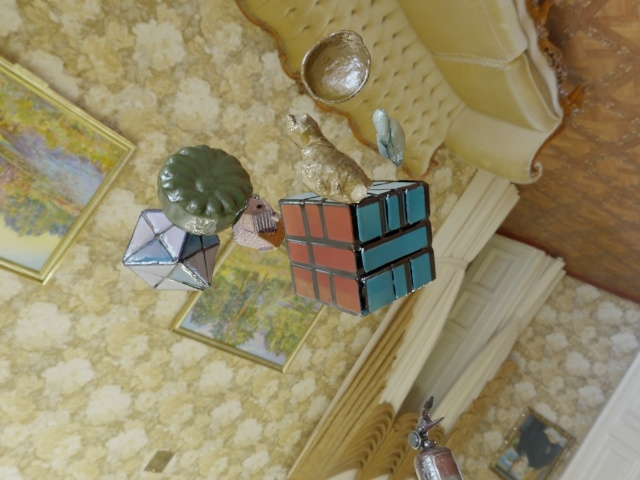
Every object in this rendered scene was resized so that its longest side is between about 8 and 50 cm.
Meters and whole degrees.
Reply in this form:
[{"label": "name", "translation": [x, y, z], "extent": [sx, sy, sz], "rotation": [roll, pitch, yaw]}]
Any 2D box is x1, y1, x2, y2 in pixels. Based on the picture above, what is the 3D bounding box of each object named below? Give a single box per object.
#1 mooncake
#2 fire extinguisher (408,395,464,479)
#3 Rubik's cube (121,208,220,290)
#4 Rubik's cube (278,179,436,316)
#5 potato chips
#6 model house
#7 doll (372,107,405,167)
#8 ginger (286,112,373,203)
[{"label": "mooncake", "translation": [-0.450, -0.201, 1.720], "extent": [0.357, 0.356, 0.194], "rotation": [33, 139, -4]}, {"label": "fire extinguisher", "translation": [0.220, 0.403, 0.756], "extent": [0.075, 0.106, 0.252], "rotation": [30, -148, -41]}, {"label": "Rubik's cube", "translation": [-0.679, 0.047, 2.054], "extent": [0.311, 0.306, 0.305], "rotation": [1, 147, 12]}, {"label": "Rubik's cube", "translation": [0.098, 0.002, 1.140], "extent": [0.289, 0.283, 0.294], "rotation": [-18, -160, -35]}, {"label": "potato chips", "translation": [0.046, -0.500, 1.275], "extent": [0.196, 0.207, 0.062], "rotation": [15, -168, -4]}, {"label": "model house", "translation": [-0.267, -0.094, 2.052], "extent": [0.238, 0.202, 0.236], "rotation": [15, 134, 16]}, {"label": "doll", "translation": [0.187, -0.263, 1.161], "extent": [0.072, 0.103, 0.214], "rotation": [-12, 154, 17]}, {"label": "ginger", "translation": [-0.003, -0.110, 0.610], "extent": [0.165, 0.067, 0.096], "rotation": [46, -135, 14]}]
